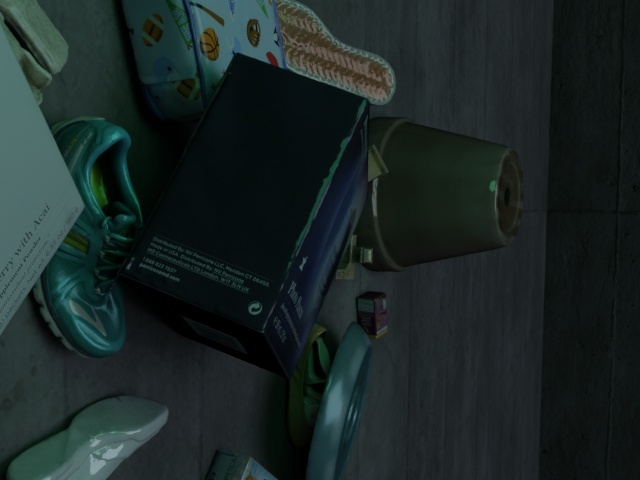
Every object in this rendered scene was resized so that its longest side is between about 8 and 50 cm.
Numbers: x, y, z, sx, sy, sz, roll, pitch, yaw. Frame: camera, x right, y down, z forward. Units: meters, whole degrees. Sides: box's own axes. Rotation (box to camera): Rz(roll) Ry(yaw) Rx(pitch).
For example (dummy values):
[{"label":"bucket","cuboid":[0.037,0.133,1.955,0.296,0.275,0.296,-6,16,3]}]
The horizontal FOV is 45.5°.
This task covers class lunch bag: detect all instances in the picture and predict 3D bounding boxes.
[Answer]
[{"label":"lunch bag","cuboid":[-0.144,-0.299,0.999,0.243,0.115,0.303,-35,121,-57]}]

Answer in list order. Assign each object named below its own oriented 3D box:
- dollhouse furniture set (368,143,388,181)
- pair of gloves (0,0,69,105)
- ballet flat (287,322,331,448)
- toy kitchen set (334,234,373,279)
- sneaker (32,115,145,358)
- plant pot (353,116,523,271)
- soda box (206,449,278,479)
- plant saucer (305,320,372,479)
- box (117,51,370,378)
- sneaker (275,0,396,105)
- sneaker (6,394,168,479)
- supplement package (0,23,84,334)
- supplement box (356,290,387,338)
[{"label":"dollhouse furniture set","cuboid":[0.005,-0.146,1.324,0.182,0.101,0.160,-33,96,-54]},{"label":"pair of gloves","cuboid":[-0.302,-0.220,0.673,0.204,0.042,0.240,55,11,-26]},{"label":"ballet flat","cuboid":[-0.018,0.251,1.301,0.080,0.073,0.232,-20,110,-57]},{"label":"toy kitchen set","cuboid":[0.049,0.030,1.402,0.075,0.068,0.083,4,88,-60]},{"label":"sneaker","cuboid":[-0.250,0.001,0.842,0.107,0.110,0.275,-19,109,-58]},{"label":"plant pot","cuboid":[0.242,-0.087,1.517,0.323,0.281,0.322,-12,104,-60]},{"label":"soda box","cuboid":[-0.102,0.388,1.177,0.183,0.063,0.058,58,45,-46]},{"label":"plant saucer","cuboid":[0.039,0.300,1.326,0.317,0.044,0.317,14,90,-79]},{"label":"box","cuboid":[-0.068,-0.015,0.947,0.296,0.183,0.293,81,31,-71]},{"label":"sneaker","cuboid":[-0.022,-0.291,1.231,0.302,0.121,0.108,22,80,-37]},{"label":"sneaker","cuboid":[-0.266,0.256,0.887,0.212,0.080,0.094,-24,125,-50]},{"label":"supplement package","cuboid":[-0.324,-0.068,0.550,0.293,0.176,0.177,88,22,-56]},{"label":"supplement box","cuboid":[0.104,0.149,1.531,0.055,0.043,0.083,-20,110,-58]}]
